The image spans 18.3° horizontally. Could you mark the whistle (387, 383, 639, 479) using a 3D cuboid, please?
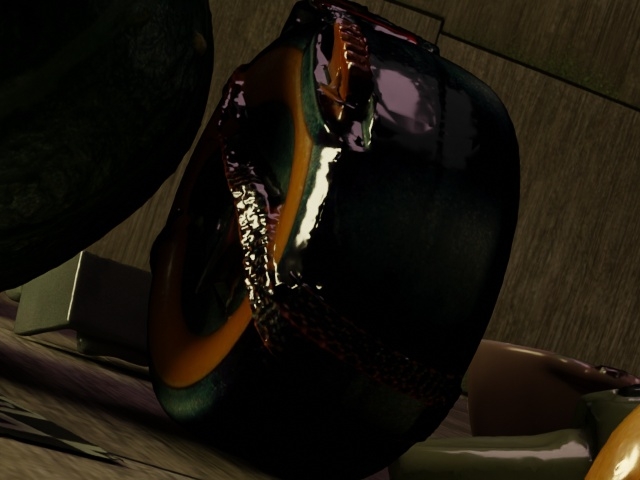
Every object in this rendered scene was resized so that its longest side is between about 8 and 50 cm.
[{"bbox_3d":[0.187,0.129,0.993,0.294,0.141,0.141,-13,1,-4],"label":"whistle"}]

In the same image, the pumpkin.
[{"bbox_3d":[-0.177,-0.068,0.946,0.293,0.263,0.197,0,-46,54],"label":"pumpkin"}]

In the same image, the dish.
[{"bbox_3d":[0.178,0.128,1.156,0.213,0.090,0.213,16,-5,1],"label":"dish"}]

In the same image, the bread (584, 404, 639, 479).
[{"bbox_3d":[0.127,0.088,0.317,0.094,0.102,0.245,28,-5,-33],"label":"bread"}]

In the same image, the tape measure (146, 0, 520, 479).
[{"bbox_3d":[0.000,0.000,0.897,0.135,0.202,0.223,21,16,-18],"label":"tape measure"}]

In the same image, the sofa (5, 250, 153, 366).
[{"bbox_3d":[-0.114,0.057,1.220,0.147,0.060,0.085,20,-19,-37],"label":"sofa"}]

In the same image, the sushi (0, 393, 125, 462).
[{"bbox_3d":[-0.189,0.021,0.751,0.192,0.040,0.210,20,-2,-38],"label":"sushi"}]
